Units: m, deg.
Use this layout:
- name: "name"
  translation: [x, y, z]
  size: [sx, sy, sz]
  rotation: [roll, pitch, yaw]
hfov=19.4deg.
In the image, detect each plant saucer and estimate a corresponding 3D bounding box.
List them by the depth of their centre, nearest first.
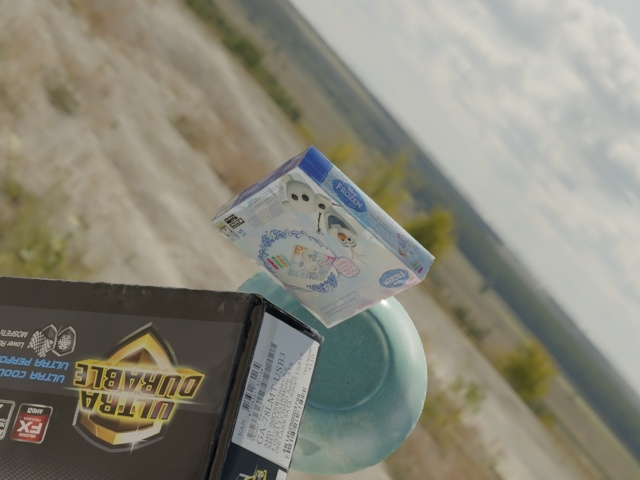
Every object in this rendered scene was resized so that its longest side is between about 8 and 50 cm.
- name: "plant saucer"
  translation: [0.004, 0.101, 1.587]
  size: [0.195, 0.195, 0.037]
  rotation: [49, -26, 7]

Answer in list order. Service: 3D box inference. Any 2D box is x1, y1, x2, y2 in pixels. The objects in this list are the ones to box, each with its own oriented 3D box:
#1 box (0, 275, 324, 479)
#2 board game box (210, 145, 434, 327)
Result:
- name: "box"
  translation: [-0.165, 0.168, 1.050]
  size: [0.295, 0.293, 0.073]
  rotation: [4, -21, 36]
- name: "board game box"
  translation: [0.000, 0.000, 0.986]
  size: [0.090, 0.020, 0.090]
  rotation: [43, -37, -14]
